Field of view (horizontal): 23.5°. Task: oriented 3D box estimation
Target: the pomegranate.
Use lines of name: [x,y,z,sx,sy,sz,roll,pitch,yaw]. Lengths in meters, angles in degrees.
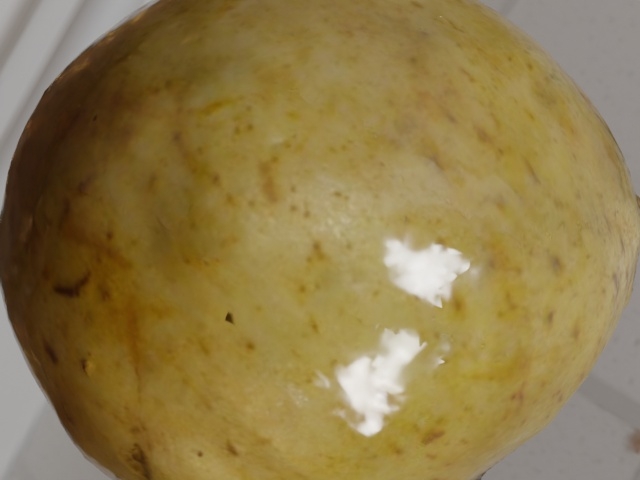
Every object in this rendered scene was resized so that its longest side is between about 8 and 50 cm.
pomegranate: [0.000,0.000,0.634,0.260,0.260,0.260,-30,-135,36]
